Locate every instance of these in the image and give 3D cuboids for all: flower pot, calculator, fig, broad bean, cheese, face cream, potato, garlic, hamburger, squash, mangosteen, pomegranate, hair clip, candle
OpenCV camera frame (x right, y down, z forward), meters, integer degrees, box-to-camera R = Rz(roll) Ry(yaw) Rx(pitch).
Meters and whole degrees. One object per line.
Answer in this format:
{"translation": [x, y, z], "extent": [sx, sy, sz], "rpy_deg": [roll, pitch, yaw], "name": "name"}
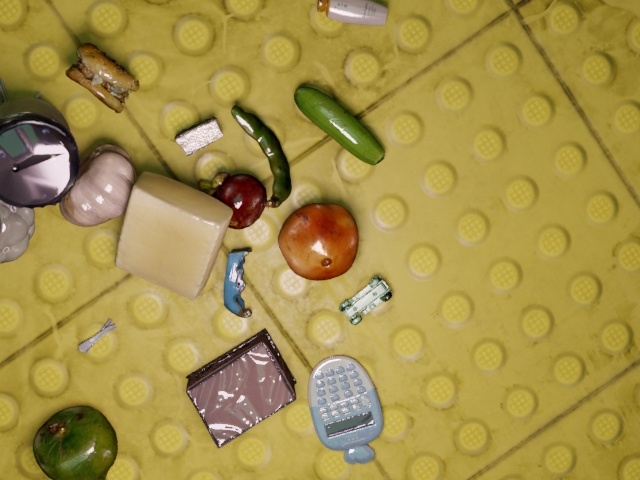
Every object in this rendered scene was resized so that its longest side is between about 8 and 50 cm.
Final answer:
{"translation": [-0.837, -0.047, 1.739], "extent": [0.246, 0.195, 0.246], "rpy_deg": [0, 93, -4], "name": "flower pot"}
{"translation": [0.069, 0.460, 1.895], "extent": [0.188, 0.042, 0.302], "rpy_deg": [-15, 94, -3], "name": "calculator"}
{"translation": [-0.613, 0.554, 1.826], "extent": [0.203, 0.235, 0.203], "rpy_deg": [-4, 52, 6], "name": "fig"}
{"translation": [-0.139, -0.214, 1.801], "extent": [0.049, 0.144, 0.292], "rpy_deg": [-27, 76, 32], "name": "broad bean"}
{"translation": [-0.368, -0.012, 1.741], "extent": [0.243, 0.124, 0.265], "rpy_deg": [22, 127, -6], "name": "cheese"}
{"translation": [0.082, -0.601, 1.821], "extent": [0.182, 0.051, 0.072], "rpy_deg": [11, 97, -3], "name": "face cream"}
{"translation": [-0.312, -0.270, 1.810], "extent": [0.122, 0.086, 0.061], "rpy_deg": [-28, 108, -2], "name": "potato"}
{"translation": [-0.549, -0.129, 1.751], "extent": [0.152, 0.228, 0.228], "rpy_deg": [41, 91, -28], "name": "garlic"}
{"translation": [-0.534, -0.405, 1.749], "extent": [0.185, 0.177, 0.113], "rpy_deg": [33, 84, 23], "name": "hamburger"}
{"translation": [0.052, -0.300, 1.824], "extent": [0.292, 0.082, 0.082], "rpy_deg": [39, 91, -5], "name": "squash"}
{"translation": [-0.224, -0.120, 1.792], "extent": [0.146, 0.156, 0.181], "rpy_deg": [-44, 81, 24], "name": "mangosteen"}
{"translation": [0.001, 0.005, 1.786], "extent": [0.209, 0.209, 0.209], "rpy_deg": [0, 94, -3], "name": "pomegranate"}
{"translation": [-0.590, 0.255, 1.850], "extent": [0.115, 0.039, 0.030], "rpy_deg": [-41, 100, -2], "name": "hair clip"}
{"translation": [-0.703, -0.221, 1.690], "extent": [0.221, 0.342, 0.221], "rpy_deg": [-9, 115, -19], "name": "candle"}

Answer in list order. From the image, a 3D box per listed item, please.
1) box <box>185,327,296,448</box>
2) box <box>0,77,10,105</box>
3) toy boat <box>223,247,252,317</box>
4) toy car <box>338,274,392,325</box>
{"translation": [-0.206, 0.382, 1.821], "extent": [0.252, 0.153, 0.188], "rpy_deg": [-29, 95, -2], "name": "box"}
{"translation": [-0.841, -0.356, 1.777], "extent": [0.069, 0.084, 0.122], "rpy_deg": [-17, 93, 6], "name": "box"}
{"translation": [-0.208, 0.111, 1.840], "extent": [0.077, 0.075, 0.185], "rpy_deg": [9, 96, 5], "name": "toy boat"}
{"translation": [0.121, 0.160, 1.872], "extent": [0.143, 0.054, 0.073], "rpy_deg": [-40, 93, 4], "name": "toy car"}
